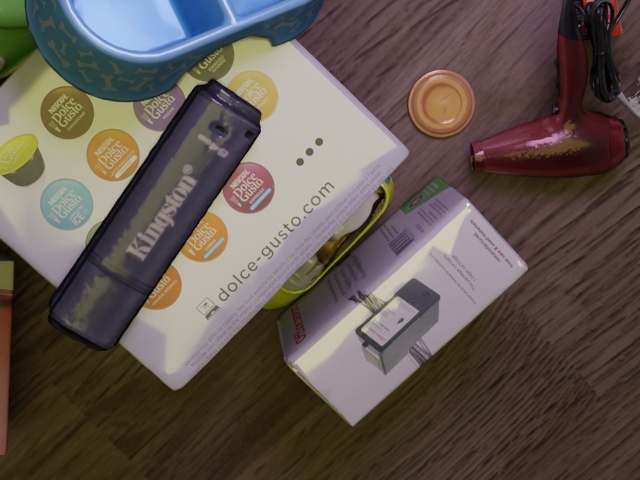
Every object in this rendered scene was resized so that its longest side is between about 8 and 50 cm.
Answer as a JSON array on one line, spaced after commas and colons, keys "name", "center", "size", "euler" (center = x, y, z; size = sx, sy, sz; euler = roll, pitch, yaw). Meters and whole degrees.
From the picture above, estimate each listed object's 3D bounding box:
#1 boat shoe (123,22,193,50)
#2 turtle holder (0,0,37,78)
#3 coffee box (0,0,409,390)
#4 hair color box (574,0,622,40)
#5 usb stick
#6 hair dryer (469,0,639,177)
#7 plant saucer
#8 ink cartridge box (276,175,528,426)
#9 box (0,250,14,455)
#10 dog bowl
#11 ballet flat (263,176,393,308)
[{"name": "boat shoe", "center": [-0.172, -0.175, 1.119], "size": [0.133, 0.042, 0.048], "euler": [-8, 96, -4]}, {"name": "turtle holder", "center": [-0.414, -0.282, 1.267], "size": [0.320, 0.227, 0.243], "euler": [-5, 62, -38]}, {"name": "coffee box", "center": [-0.158, -0.103, 1.324], "size": [0.334, 0.338, 0.337], "euler": [44, 94, -10]}, {"name": "hair color box", "center": [0.319, -0.312, 1.456], "size": [0.043, 0.072, 0.141], "euler": [-12, 100, -2]}, {"name": "usb stick", "center": [-0.156, -0.021, 1.143], "size": [0.077, 0.045, 0.278], "euler": [34, 97, -8]}, {"name": "hair dryer", "center": [0.298, -0.175, 1.455], "size": [0.224, 0.080, 0.293], "euler": [41, 109, -21]}, {"name": "plant saucer", "center": [0.149, -0.168, 1.499], "size": [0.084, 0.013, 0.083], "euler": [-1, 101, -4]}, {"name": "ink cartridge box", "center": [0.088, 0.065, 1.443], "size": [0.273, 0.198, 0.115], "euler": [-42, 101, 4]}, {"name": "box", "center": [-0.442, 0.128, 1.426], "size": [0.149, 0.127, 0.232], "euler": [1, 95, -21]}, {"name": "dog bowl", "center": [-0.113, -0.237, 1.085], "size": [0.297, 0.074, 0.165], "euler": [-27, 91, -23]}, {"name": "ballet flat", "center": [0.000, 0.000, 1.486], "size": [0.231, 0.077, 0.077], "euler": [-44, 103, 4]}]
